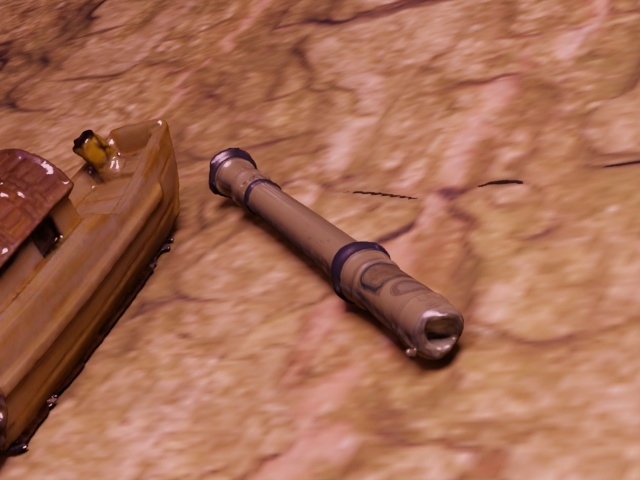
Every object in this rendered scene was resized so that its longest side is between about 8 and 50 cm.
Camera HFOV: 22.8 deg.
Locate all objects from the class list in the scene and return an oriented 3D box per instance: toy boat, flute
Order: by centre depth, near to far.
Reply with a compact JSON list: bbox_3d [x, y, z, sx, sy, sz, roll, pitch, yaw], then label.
[{"bbox_3d":[0.000,0.000,0.645,0.027,0.027,0.233,-33,25,-10],"label":"flute"},{"bbox_3d":[-0.129,0.012,0.680,0.068,0.088,0.226,-10,31,35],"label":"toy boat"}]
